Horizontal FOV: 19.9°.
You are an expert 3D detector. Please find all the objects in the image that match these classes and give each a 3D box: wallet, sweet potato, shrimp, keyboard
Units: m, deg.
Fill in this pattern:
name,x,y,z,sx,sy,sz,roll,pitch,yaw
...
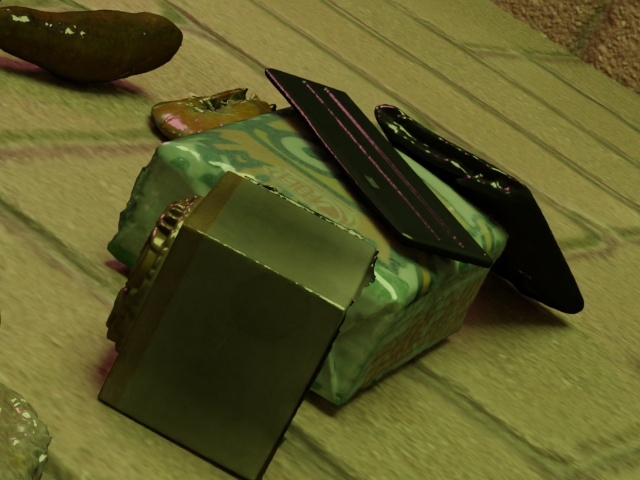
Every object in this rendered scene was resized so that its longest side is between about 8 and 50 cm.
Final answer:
name,x,y,z,sx,sy,sz,roll,pitch,yaw
wallet,0.152,-0.022,1.709,0.170,0.044,0.321,36,-5,25
sweet potato,-0.235,-0.185,1.731,0.244,0.077,0.077,-7,39,-48
shrimp,-0.096,-0.121,1.793,0.115,0.051,0.217,29,20,7
keyboard,0.067,-0.038,1.434,0.103,0.041,0.381,15,18,-35

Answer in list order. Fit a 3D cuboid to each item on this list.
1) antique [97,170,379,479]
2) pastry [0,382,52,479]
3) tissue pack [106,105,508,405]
name,x,y,z,sx,sy,sz,roll,pitch,yaw
antique,-0.058,0.050,1.225,0.148,0.146,0.152,27,18,1
pastry,-0.193,0.133,0.858,0.112,0.103,0.265,36,15,-2
tissue pack,0.000,0.000,1.480,0.228,0.128,0.311,33,20,14
